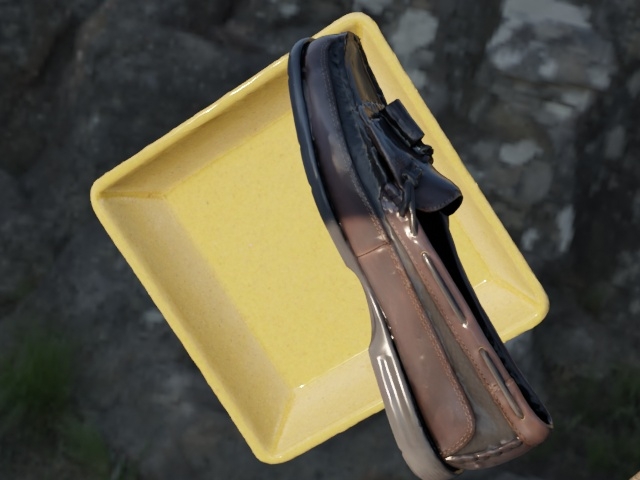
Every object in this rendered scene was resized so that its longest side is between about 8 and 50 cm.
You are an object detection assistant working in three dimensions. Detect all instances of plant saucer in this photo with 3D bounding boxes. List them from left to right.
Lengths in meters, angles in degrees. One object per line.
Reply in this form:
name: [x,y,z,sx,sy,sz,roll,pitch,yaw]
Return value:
plant saucer: [0.000,0.000,1.300,0.332,0.333,0.081,57,18,-6]

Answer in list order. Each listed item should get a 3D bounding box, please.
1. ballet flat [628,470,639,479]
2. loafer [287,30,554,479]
ballet flat: [0.319,0.170,0.920,0.250,0.084,0.058,-14,-5,12]
loafer: [0.068,0.002,0.873,0.095,0.302,0.109,-18,-1,24]
